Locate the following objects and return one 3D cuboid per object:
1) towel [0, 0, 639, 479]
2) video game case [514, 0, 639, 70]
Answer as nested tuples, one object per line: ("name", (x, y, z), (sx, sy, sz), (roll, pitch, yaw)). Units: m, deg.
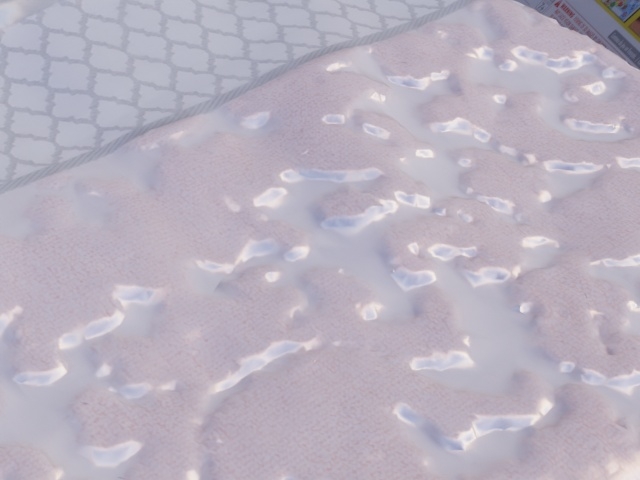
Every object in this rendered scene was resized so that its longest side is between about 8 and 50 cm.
("towel", (0.000, 0.000, 0.457), (0.332, 0.317, 0.053), (-26, 143, -37))
("video game case", (0.156, -0.124, 0.703), (0.206, 0.227, 0.026), (-43, 118, 12))
